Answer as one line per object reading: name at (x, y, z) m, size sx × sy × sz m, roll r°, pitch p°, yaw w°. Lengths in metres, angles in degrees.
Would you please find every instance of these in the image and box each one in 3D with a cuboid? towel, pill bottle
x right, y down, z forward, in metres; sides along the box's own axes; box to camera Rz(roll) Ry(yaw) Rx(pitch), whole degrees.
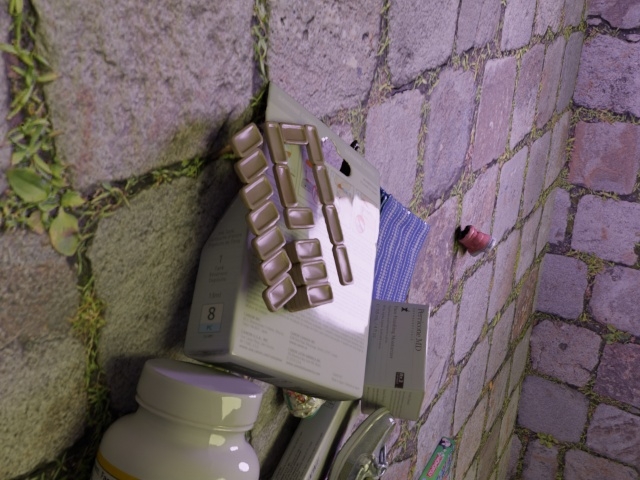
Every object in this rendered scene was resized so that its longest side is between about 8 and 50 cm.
towel at (0.145, 0.042, 1.458) m, size 0.336 × 0.040 × 0.243 m, roll 25°, pitch 81°, yaw -63°
pill bottle at (-0.178, 0.316, 0.803) m, size 0.188 × 0.187 × 0.334 m, roll 21°, pitch 85°, yaw -63°

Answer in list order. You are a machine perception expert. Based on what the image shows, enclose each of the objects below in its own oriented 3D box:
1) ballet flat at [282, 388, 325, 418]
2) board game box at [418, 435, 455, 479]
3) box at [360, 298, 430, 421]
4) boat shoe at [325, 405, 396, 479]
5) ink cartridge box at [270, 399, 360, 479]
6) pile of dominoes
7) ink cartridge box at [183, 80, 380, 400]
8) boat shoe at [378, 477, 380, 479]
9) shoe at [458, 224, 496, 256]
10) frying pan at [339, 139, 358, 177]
ballet flat at (0.009, 0.205, 1.235) m, size 0.077 × 0.091 × 0.241 m, roll 60°, pitch 43°, yaw -25°
board game box at (0.372, 0.827, 2.281) m, size 0.213 × 0.046 × 0.317 m, roll -44°, pitch 139°, yaw -48°
box at (0.147, 0.237, 1.380) m, size 0.182 × 0.119 × 0.181 m, roll 86°, pitch 11°, yaw -58°
boat shoe at (0.063, 0.464, 1.307) m, size 0.320 × 0.103 × 0.118 m, roll -59°, pitch 160°, yaw -10°
ink cartridge box at (-0.001, 0.384, 1.325) m, size 0.275 × 0.060 × 0.239 m, roll -60°, pitch 163°, yaw -29°
pile of dominoes at (-0.046, -0.033, 0.919) m, size 0.196 × 0.040 × 0.251 m, roll -6°, pitch 80°, yaw -55°
ink cartridge box at (-0.034, 0.015, 1.017) m, size 0.308 × 0.091 × 0.385 m, roll 32°, pitch 57°, yaw -49°
boat shoe at (0.102, 0.573, 1.639) m, size 0.125 × 0.038 × 0.046 m, roll 7°, pitch 97°, yaw -63°
shoe at (0.421, -0.003, 1.945) m, size 0.063 × 0.081 × 0.178 m, roll -60°, pitch -179°, yaw -5°
frying pan at (-0.015, 0.009, 1.117) m, size 0.197 × 0.053 × 0.326 m, roll -26°, pitch 124°, yaw -56°
